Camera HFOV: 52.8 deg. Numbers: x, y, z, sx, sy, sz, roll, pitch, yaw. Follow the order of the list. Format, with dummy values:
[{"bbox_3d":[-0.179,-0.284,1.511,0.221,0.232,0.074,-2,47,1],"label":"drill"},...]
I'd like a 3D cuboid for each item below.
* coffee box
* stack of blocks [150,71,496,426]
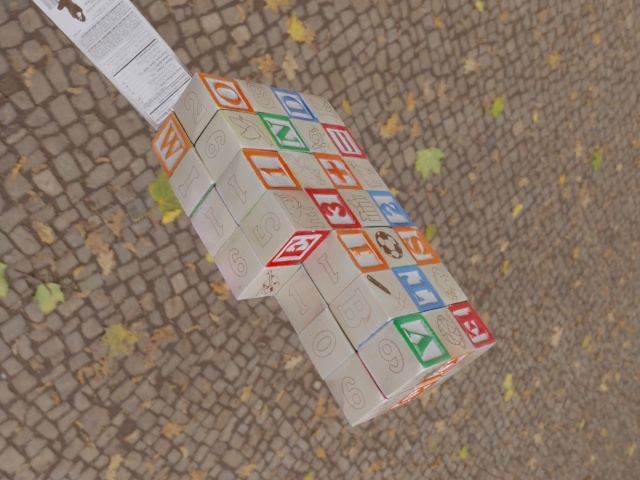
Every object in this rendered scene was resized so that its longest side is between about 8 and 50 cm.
[{"bbox_3d":[-0.295,-0.291,0.920,0.098,0.141,0.246,-42,126,-1],"label":"coffee box"},{"bbox_3d":[0.000,0.000,0.557,0.171,0.297,0.087,-4,145,-51],"label":"stack of blocks"}]
